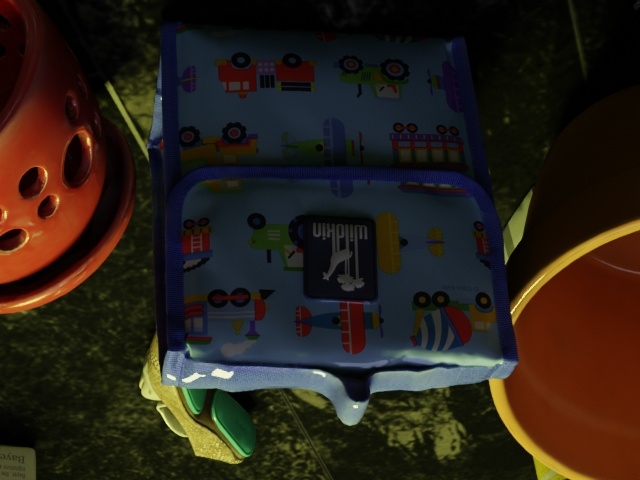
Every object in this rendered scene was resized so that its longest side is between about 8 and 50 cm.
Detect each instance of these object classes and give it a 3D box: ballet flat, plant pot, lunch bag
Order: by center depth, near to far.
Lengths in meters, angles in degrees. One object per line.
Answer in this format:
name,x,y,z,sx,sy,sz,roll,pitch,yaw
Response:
plant pot,-0.231,-0.056,0.966,0.191,0.191,0.174,-16,145,10
lunch bag,0.000,0.000,0.978,0.221,0.293,0.138,1,139,-10
plant pot,0.263,0.019,1.045,0.291,0.203,0.291,2,133,2
ballet flat,-0.122,0.138,1.294,0.067,0.073,0.206,-5,138,19

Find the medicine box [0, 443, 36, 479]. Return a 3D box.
medicine box,-0.362,0.375,1.358,0.149,0.289,0.263,8,137,-17

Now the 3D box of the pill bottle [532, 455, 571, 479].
pill bottle,0.234,0.203,1.379,0.065,0.116,0.065,-5,139,-4

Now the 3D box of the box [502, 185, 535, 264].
box,0.206,0.039,1.249,0.145,0.038,0.186,11,137,-19

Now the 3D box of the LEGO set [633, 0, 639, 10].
LEGO set,0.229,-0.187,1.010,0.054,0.023,0.083,2,125,-14
